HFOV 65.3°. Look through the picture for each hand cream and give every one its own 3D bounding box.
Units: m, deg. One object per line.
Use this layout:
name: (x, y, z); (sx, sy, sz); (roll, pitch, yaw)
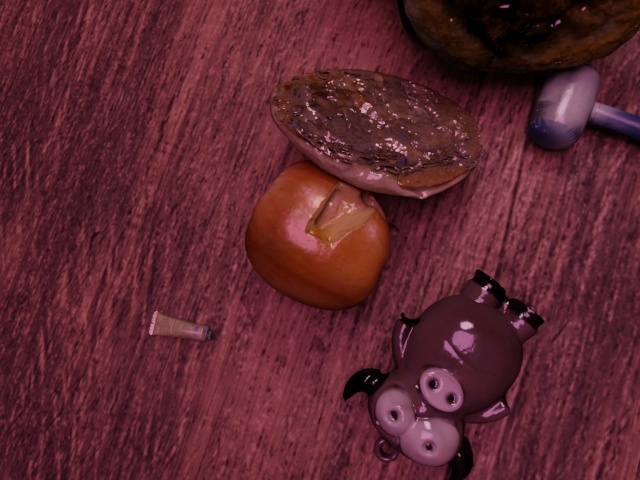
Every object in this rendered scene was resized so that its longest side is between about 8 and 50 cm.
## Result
hand cream: (-0.202, 0.128, 0.728); (0.102, 0.022, 0.035); (7, 81, 17)

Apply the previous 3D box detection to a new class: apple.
apple: (0.000, 0.000, 0.636); (0.199, 0.199, 0.199); (-2, 79, 10)

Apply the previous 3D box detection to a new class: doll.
doll: (0.153, 0.166, 0.603); (0.182, 0.117, 0.257); (40, 86, 10)

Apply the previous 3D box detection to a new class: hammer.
hammer: (0.379, -0.154, 0.651); (0.194, 0.069, 0.116); (24, 83, 9)

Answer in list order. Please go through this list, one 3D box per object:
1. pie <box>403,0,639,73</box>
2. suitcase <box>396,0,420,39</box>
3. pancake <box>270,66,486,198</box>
pie: (0.237, -0.316, 0.549); (0.324, 0.323, 0.070); (-2, 43, 10)
suitcase: (0.224, -0.477, 0.677); (0.340, 0.188, 0.344); (-9, 77, 11)
pancake: (0.074, -0.154, 0.650); (0.283, 0.049, 0.282); (8, 48, -9)
